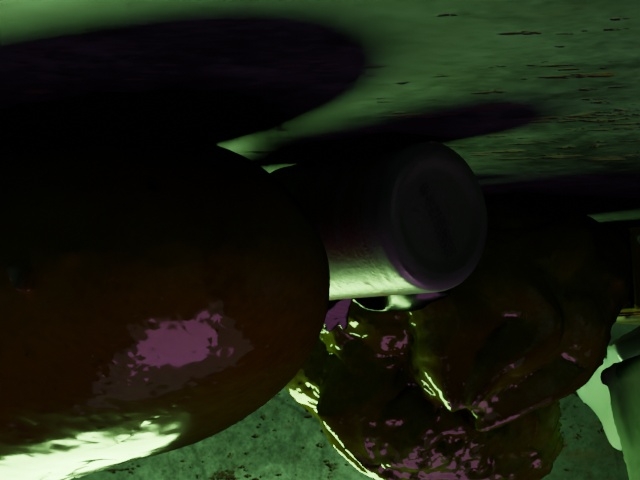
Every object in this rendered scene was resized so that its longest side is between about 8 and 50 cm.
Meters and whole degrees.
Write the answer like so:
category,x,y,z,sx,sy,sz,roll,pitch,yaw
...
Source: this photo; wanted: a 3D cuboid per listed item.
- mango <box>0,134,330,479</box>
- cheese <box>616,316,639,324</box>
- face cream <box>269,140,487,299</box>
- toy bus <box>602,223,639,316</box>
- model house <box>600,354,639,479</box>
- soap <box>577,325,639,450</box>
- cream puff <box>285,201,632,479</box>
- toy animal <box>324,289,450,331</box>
category,x,y,z,sx,sy,sz,roll,pitch,yaw
mango,-0.161,0.038,1.058,0.301,0.221,0.445,8,161,-29
cheese,0.465,0.071,2.284,0.202,0.091,0.175,1,173,-31
face cream,-0.003,-0.006,1.166,0.101,0.101,0.251,3,173,-41
toy bus,0.338,0.034,1.787,0.114,0.098,0.201,-4,175,10
model house,0.467,0.156,1.455,0.325,0.194,0.267,-5,164,-28
soap,0.401,0.096,1.660,0.265,0.087,0.160,-29,164,-16
cream puff,0.143,0.099,1.526,0.323,0.270,0.274,-2,170,-19
toy animal,-0.003,0.000,1.376,0.218,0.116,0.179,16,-169,-17
